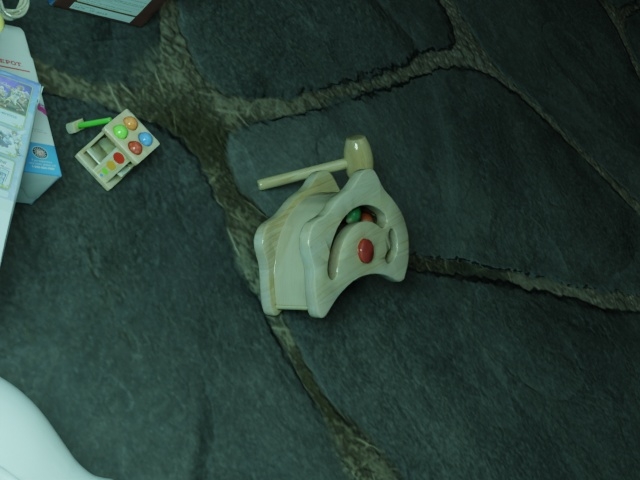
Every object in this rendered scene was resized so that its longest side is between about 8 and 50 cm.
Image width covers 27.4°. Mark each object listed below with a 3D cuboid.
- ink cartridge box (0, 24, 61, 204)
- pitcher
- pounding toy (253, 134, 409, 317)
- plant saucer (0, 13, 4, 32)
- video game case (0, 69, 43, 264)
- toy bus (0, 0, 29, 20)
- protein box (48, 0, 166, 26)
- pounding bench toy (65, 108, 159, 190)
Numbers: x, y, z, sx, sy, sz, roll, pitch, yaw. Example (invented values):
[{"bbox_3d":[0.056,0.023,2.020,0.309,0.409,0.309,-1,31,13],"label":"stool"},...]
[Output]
[{"bbox_3d":[-0.334,-0.131,1.303,0.104,0.061,0.181,7,56,-44],"label":"ink cartridge box"},{"bbox_3d":[-0.249,0.188,1.041,0.207,0.178,0.125,39,75,-23],"label":"pitcher"},{"bbox_3d":[0.000,0.000,1.560,0.269,0.155,0.154,-47,127,-45],"label":"pounding toy"},{"bbox_3d":[-0.487,-0.204,1.061,0.333,0.081,0.333,45,46,0],"label":"plant saucer"},{"bbox_3d":[-0.395,-0.075,1.131,0.270,0.061,0.244,19,51,-20],"label":"video game case"},{"bbox_3d":[-0.406,-0.305,1.331,0.191,0.104,0.202,-3,80,-24],"label":"toy bus"},{"bbox_3d":[-0.229,-0.396,1.523,0.136,0.201,0.199,6,56,-46],"label":"protein box"},{"bbox_3d":[-0.226,-0.110,1.403,0.083,0.065,0.052,47,36,-7],"label":"pounding bench toy"}]
